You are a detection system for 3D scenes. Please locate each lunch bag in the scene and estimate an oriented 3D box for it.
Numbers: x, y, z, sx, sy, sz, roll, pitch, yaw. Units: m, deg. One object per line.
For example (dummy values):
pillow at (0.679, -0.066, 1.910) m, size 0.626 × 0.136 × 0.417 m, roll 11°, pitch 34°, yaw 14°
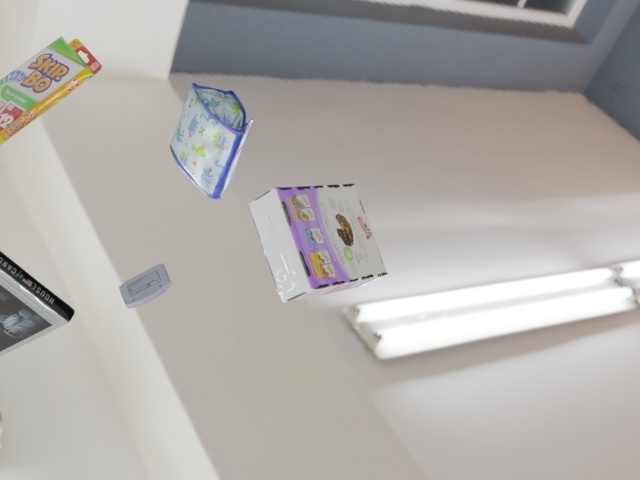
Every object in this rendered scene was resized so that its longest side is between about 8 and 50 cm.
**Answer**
lunch bag at (-0.169, -0.158, 1.305) m, size 0.096 × 0.129 × 0.151 m, roll 6°, pitch -146°, yaw -29°

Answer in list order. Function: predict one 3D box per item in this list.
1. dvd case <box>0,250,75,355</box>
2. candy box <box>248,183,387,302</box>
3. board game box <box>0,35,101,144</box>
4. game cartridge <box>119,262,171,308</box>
dvd case at (-0.504, 0.094, 1.214) m, size 0.179 × 0.238 × 0.029 m, roll 45°, pitch -141°, yaw -26°
candy box at (0.000, 0.000, 1.281) m, size 0.196 × 0.070 × 0.165 m, roll -7°, pitch -106°, yaw -50°
board game box at (-0.567, -0.304, 1.618) m, size 0.259 × 0.039 × 0.124 m, roll -38°, pitch -121°, yaw -10°
game cartridge at (-0.287, 0.076, 1.339) m, size 0.083 × 0.017 × 0.056 m, roll -28°, pitch -134°, yaw -3°
